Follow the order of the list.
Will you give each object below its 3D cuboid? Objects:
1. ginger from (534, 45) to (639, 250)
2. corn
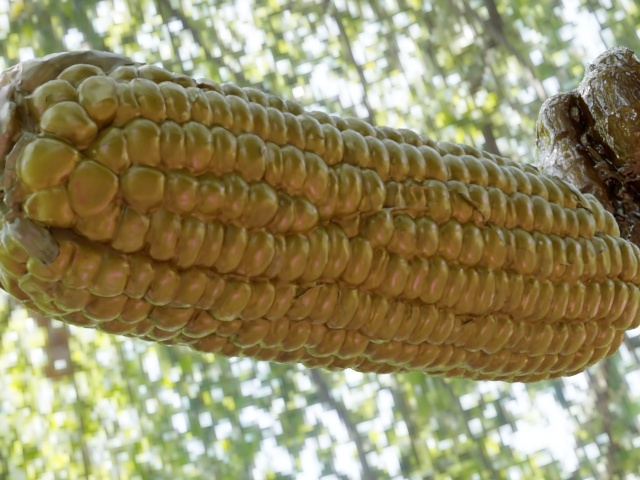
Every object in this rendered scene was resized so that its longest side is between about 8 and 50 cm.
[{"bbox_3d":[0.187,-0.039,1.020,0.103,0.162,0.073,-32,-25,7],"label":"ginger"},{"bbox_3d":[0.000,0.000,0.485,0.238,0.080,0.080,13,-45,-32],"label":"corn"}]
